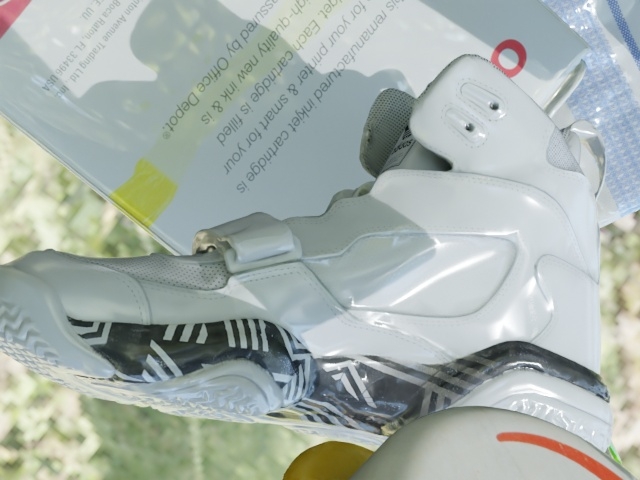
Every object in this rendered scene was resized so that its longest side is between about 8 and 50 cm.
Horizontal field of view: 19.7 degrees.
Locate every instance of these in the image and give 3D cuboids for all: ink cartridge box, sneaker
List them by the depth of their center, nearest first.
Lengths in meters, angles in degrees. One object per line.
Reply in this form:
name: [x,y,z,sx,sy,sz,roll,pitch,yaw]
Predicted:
sneaker: [0.000,0.000,1.013,0.137,0.366,0.210,163,-64,-69]
ink cartridge box: [-0.063,-0.142,1.213,0.279,0.385,0.160,-50,-166,-2]

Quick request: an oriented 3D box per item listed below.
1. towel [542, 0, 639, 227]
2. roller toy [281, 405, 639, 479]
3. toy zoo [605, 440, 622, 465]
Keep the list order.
towel: [0.243,-0.135,1.447,0.285,0.209,0.034,-27,-173,1]
roller toy: [0.067,0.182,0.791,0.146,0.209,0.191,-52,-171,33]
toy zoo: [0.246,0.123,1.862,0.030,0.293,0.192,-23,152,8]
